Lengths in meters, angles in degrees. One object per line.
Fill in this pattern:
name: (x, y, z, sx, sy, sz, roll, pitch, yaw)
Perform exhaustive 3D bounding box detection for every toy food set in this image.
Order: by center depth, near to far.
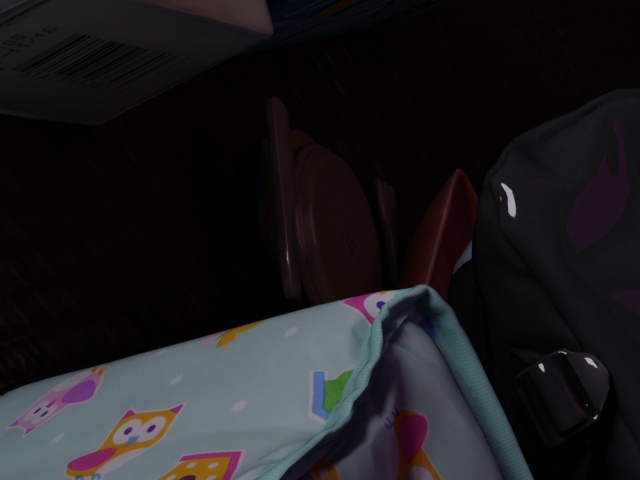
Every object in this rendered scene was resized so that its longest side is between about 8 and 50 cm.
toy food set: (0.000, 0.000, 0.818, 0.192, 0.038, 0.132, 31, 51, -62)

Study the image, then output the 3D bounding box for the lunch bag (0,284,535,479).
lunch bag: (-0.015, 0.170, 0.484, 0.262, 0.223, 0.160, 60, 36, -17)

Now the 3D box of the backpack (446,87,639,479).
backpack: (0.177, 0.087, 0.642, 0.273, 0.355, 0.290, -31, 80, -20)

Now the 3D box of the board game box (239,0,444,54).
board game box: (0.070, -0.201, 0.836, 0.336, 0.253, 0.079, -25, 94, -60)

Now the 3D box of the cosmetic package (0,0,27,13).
cosmetic package: (-0.206, -0.222, 0.459, 0.160, 0.113, 0.309, 69, -4, -85)

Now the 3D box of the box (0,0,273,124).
box: (-0.143, -0.222, 0.633, 0.148, 0.121, 0.311, 0, 72, -57)

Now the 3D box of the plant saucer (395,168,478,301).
plant saucer: (0.101, 0.129, 0.859, 0.259, 0.047, 0.258, 59, 30, -27)
